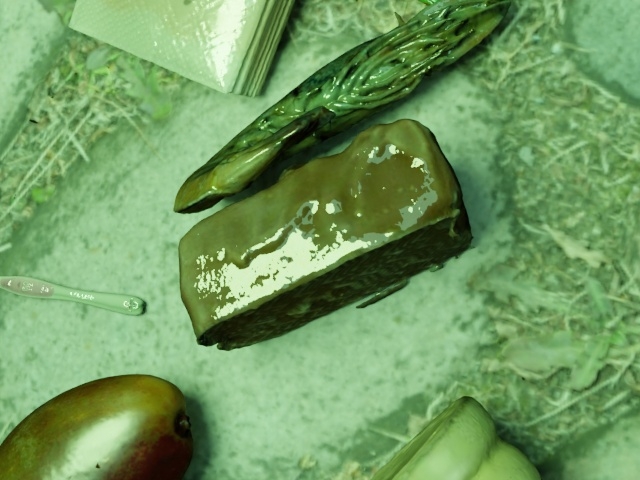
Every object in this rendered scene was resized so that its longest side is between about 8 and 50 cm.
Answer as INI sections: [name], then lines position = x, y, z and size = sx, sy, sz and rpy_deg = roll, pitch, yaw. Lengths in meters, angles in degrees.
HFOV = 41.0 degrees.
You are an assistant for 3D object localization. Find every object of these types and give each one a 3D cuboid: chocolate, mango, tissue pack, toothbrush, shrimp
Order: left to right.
[toothbrush]
position = -0.247, 0.041, 0.744
size = 0.204, 0.022, 0.017
rpy_deg = 9, 88, 12
[mango]
position = -0.202, 0.207, 0.662
size = 0.133, 0.111, 0.267
rpy_deg = 39, 92, 0
[tissue pack]
position = -0.073, -0.295, 0.689
size = 0.170, 0.071, 0.325
rpy_deg = 26, 101, 17
[chocolate]
position = 0.000, 0.000, 0.625
size = 0.214, 0.148, 0.093
rpy_deg = -23, 72, 8
[shrimp]
position = 0.013, -0.101, 0.625
size = 0.296, 0.169, 0.058
rpy_deg = -32, 103, 9

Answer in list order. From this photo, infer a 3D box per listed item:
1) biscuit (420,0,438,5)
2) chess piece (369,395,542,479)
[biscuit]
position = 0.076, -0.220, 0.699
size = 0.089, 0.016, 0.046
rpy_deg = 34, 93, 16
[chess piece]
position = 0.144, 0.264, 0.553
size = 0.299, 0.167, 0.167
rpy_deg = 45, 95, 11
